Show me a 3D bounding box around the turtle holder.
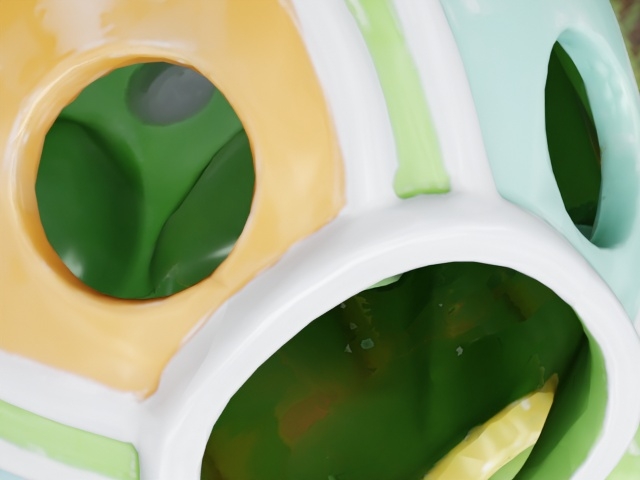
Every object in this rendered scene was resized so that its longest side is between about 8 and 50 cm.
[{"bbox_3d":[-0.018,0.004,0.544,0.243,0.227,0.320,-25,135,-12],"label":"turtle holder"}]
